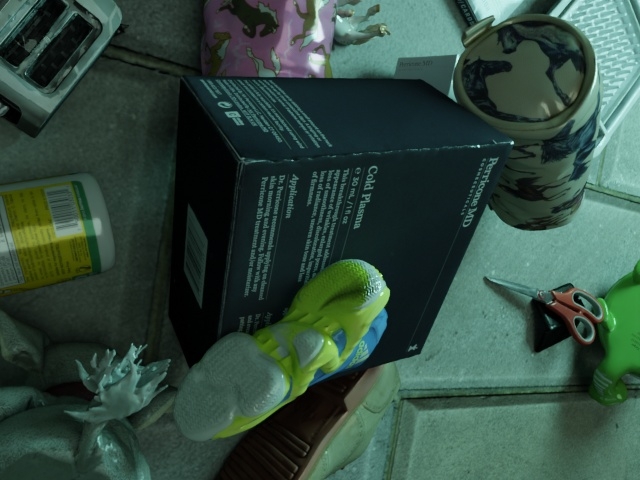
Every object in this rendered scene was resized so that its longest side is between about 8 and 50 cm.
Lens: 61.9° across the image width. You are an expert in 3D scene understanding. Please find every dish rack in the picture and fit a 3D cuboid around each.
[{"bbox_3d":[0.512,-0.351,1.022,0.333,0.072,0.285,-49,116,-15],"label":"dish rack"}]

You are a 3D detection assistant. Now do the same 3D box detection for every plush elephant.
[{"bbox_3d":[-0.284,0.209,0.557,0.272,0.255,0.330,40,84,-19],"label":"plush elephant"}]

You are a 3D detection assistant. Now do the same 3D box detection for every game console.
[{"bbox_3d":[0.487,0.160,1.114,0.122,0.071,0.107,-16,74,-28],"label":"game console"}]

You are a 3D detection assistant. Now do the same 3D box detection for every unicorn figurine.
[{"bbox_3d":[0.018,-0.311,0.736,0.162,0.111,0.060,32,70,-44],"label":"unicorn figurine"}]

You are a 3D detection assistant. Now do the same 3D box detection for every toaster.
[{"bbox_3d":[-0.312,-0.222,0.544,0.168,0.110,0.185,39,77,-29],"label":"toaster"}]

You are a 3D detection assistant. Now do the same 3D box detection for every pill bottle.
[{"bbox_3d":[-0.335,0.000,0.556,0.209,0.118,0.117,-14,104,-28],"label":"pill bottle"}]

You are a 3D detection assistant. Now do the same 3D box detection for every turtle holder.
[{"bbox_3d":[0.724,0.214,1.129,0.227,0.243,0.320,38,68,-46],"label":"turtle holder"}]

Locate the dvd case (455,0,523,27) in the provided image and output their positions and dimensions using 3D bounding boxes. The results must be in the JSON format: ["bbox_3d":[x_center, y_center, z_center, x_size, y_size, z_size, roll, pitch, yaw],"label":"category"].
[{"bbox_3d":[0.302,-0.485,0.908,0.238,0.030,0.179,-47,117,-16],"label":"dvd case"}]

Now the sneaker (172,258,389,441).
[{"bbox_3d":[-0.023,0.126,0.533,0.240,0.091,0.126,-35,142,0],"label":"sneaker"}]

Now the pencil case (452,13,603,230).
[{"bbox_3d":[0.297,-0.147,0.770,0.160,0.183,0.410,-47,152,4],"label":"pencil case"}]

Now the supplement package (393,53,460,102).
[{"bbox_3d":[0.166,-0.176,0.814,0.105,0.105,0.179,12,91,-49],"label":"supplement package"}]

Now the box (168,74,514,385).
[{"bbox_3d":[0.000,0.000,0.637,0.313,0.179,0.343,-8,131,-28],"label":"box"}]

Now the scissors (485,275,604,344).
[{"bbox_3d":[0.450,0.106,1.060,0.297,0.021,0.109,31,68,-13],"label":"scissors"}]

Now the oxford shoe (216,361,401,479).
[{"bbox_3d":[-0.012,0.318,0.778,0.397,0.140,0.146,-47,123,-14],"label":"oxford shoe"}]

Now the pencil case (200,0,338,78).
[{"bbox_3d":[-0.066,-0.345,0.636,0.160,0.167,0.385,-7,100,-37],"label":"pencil case"}]
